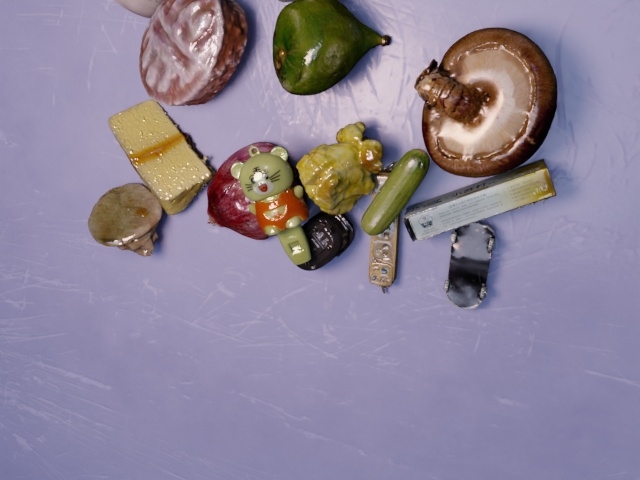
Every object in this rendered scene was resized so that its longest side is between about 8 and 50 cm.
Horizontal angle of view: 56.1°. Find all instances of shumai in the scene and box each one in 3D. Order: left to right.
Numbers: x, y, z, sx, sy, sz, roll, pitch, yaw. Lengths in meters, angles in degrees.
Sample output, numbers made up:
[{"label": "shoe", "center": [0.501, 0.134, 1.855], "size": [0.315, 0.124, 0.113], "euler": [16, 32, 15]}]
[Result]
[{"label": "shumai", "center": [-0.492, -0.045, 1.566], "size": [0.201, 0.201, 0.120], "euler": [16, 151, 14]}]

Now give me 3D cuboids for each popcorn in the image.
[{"label": "popcorn", "center": [0.055, -0.149, 1.322], "size": [0.195, 0.173, 0.168], "euler": [-34, 122, 1]}]

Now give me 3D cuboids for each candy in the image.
[{"label": "candy", "center": [-0.287, -0.435, 1.353], "size": [0.289, 0.157, 0.214], "euler": [-45, 74, 31]}]

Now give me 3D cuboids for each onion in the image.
[{"label": "onion", "center": [-0.182, -0.097, 1.437], "size": [0.284, 0.120, 0.227], "euler": [-28, 90, 24]}]

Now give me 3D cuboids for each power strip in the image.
[{"label": "power strip", "center": [0.149, -0.018, 1.385], "size": [0.064, 0.044, 0.305], "euler": [6, 108, 16]}]

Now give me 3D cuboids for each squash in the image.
[{"label": "squash", "center": [0.159, -0.099, 1.289], "size": [0.069, 0.069, 0.238], "euler": [36, 123, 6]}]

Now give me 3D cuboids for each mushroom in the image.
[{"label": "mushroom", "center": [0.320, -0.269, 1.193], "size": [0.278, 0.163, 0.297], "euler": [25, 113, 2]}]

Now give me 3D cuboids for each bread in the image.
[{"label": "bread", "center": [-0.412, -0.201, 1.489], "size": [0.266, 0.142, 0.178], "euler": [52, 128, 11]}]

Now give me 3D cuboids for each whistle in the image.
[{"label": "whistle", "center": [-0.093, -0.076, 1.313], "size": [0.131, 0.106, 0.288], "euler": [-20, 106, 8]}]

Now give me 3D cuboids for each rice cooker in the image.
[{"label": "rice cooker", "center": [0.000, 0.000, 1.411], "size": [0.112, 0.106, 0.165], "euler": [51, 126, 3]}]

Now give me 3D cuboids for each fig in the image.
[{"label": "fig", "center": [0.026, -0.411, 1.269], "size": [0.203, 0.235, 0.203], "euler": [29, 124, 57]}]

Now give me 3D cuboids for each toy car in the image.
[{"label": "toy car", "center": [0.331, 0.055, 1.337], "size": [0.095, 0.056, 0.204], "euler": [10, 112, 16]}]

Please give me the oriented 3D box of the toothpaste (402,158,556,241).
[{"label": "toothpaste", "center": [0.333, -0.081, 1.280], "size": [0.313, 0.089, 0.071], "euler": [-20, 105, 22]}]

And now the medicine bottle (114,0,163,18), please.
[{"label": "medicine bottle", "center": [-0.374, -0.617, 1.321], "size": [0.135, 0.135, 0.215], "euler": [39, 115, 5]}]

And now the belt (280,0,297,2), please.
[{"label": "belt", "center": [-0.052, -0.626, 1.222], "size": [0.325, 0.122, 0.260], "euler": [0, 95, 18]}]
